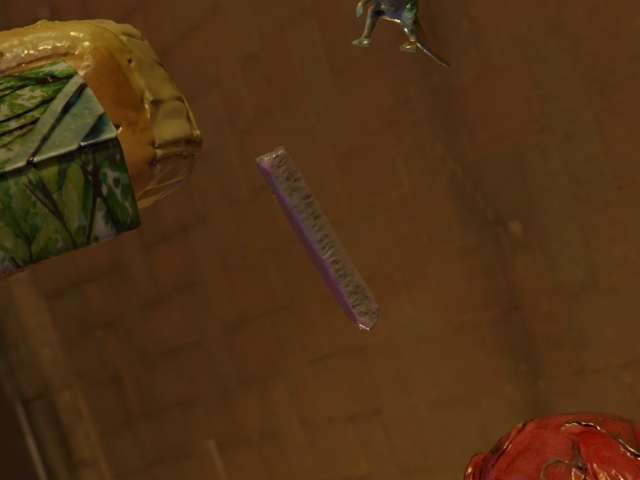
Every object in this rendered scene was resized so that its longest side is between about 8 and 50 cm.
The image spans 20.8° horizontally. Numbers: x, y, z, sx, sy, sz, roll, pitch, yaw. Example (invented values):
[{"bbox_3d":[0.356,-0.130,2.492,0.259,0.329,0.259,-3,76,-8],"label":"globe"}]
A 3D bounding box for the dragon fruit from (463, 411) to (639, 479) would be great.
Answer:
[{"bbox_3d":[0.239,0.264,1.575,0.241,0.241,0.252,63,148,20],"label":"dragon fruit"}]

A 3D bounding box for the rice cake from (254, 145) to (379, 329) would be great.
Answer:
[{"bbox_3d":[0.000,0.000,1.691,0.206,0.036,0.047,60,179,-17],"label":"rice cake"}]

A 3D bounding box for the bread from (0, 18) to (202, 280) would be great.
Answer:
[{"bbox_3d":[-0.197,-0.048,1.034,0.140,0.236,0.106,68,-161,-3],"label":"bread"}]

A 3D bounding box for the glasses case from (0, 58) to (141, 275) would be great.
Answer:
[{"bbox_3d":[-0.222,-0.005,0.747,0.095,0.272,0.062,-136,31,-56],"label":"glasses case"}]

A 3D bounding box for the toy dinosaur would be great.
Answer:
[{"bbox_3d":[0.080,-0.236,1.703,0.044,0.187,0.106,2,87,43],"label":"toy dinosaur"}]
